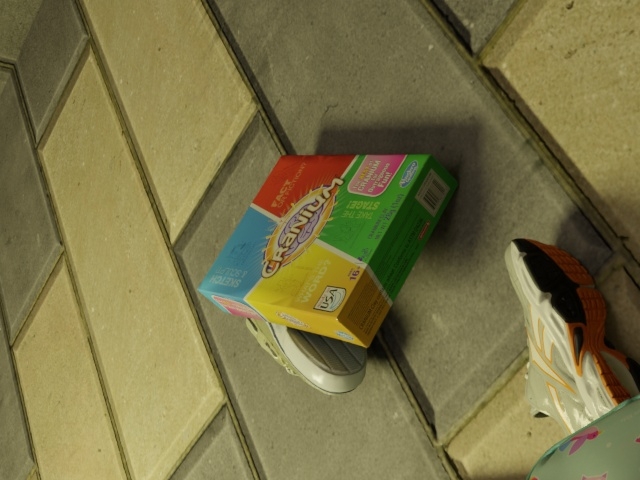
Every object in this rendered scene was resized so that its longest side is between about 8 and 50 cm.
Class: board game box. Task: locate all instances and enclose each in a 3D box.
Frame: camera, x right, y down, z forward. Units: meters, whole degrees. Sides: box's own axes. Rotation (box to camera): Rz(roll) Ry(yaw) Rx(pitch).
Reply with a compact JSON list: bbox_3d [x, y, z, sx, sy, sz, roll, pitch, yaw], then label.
[{"bbox_3d":[0.000,0.000,1.272,0.316,0.064,0.242,5,60,52],"label":"board game box"}]

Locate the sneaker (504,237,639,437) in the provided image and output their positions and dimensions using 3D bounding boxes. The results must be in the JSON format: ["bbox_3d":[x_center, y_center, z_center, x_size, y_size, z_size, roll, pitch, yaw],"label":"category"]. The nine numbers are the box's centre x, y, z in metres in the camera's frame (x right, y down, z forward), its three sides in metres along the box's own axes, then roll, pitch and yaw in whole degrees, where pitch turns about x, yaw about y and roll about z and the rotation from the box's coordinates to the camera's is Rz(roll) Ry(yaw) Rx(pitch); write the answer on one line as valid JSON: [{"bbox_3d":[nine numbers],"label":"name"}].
[{"bbox_3d":[0.240,0.117,0.998,0.121,0.099,0.262,-53,44,37],"label":"sneaker"}]

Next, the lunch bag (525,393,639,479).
[{"bbox_3d":[0.303,0.216,0.779,0.279,0.108,0.224,-37,19,23],"label":"lunch bag"}]

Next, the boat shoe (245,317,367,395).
[{"bbox_3d":[-0.024,0.135,1.341,0.302,0.109,0.094,-133,46,-56],"label":"boat shoe"}]
